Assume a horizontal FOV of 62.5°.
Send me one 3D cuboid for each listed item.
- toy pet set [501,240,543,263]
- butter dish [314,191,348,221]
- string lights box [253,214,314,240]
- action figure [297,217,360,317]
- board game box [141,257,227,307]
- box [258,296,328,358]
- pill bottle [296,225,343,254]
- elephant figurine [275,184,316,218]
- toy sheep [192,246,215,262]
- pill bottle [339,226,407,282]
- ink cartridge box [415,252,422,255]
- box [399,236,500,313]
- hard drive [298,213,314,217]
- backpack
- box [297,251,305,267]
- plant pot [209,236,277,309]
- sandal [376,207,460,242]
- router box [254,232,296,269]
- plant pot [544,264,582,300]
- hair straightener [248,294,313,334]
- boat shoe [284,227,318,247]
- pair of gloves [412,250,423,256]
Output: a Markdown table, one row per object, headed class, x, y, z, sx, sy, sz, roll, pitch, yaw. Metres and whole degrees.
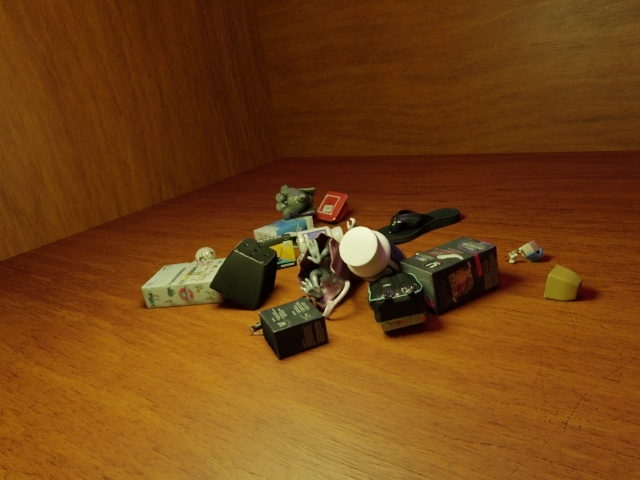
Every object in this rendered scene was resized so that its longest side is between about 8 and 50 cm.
| class | x | y | z | sx | sy | sz | roll | pitch | yaw |
| --- | --- | --- | --- | --- | --- | --- | --- | --- | --- |
| toy pet set | 0.723 | 0.050 | 1.851 | 0.122 | 0.065 | 0.114 | -20 | -14 | -35 |
| butter dish | 0.074 | -0.149 | 2.627 | 0.160 | 0.118 | 0.159 | 16 | 72 | 48 |
| string lights box | -0.171 | -0.049 | 2.501 | 0.260 | 0.076 | 0.133 | -25 | 24 | -38 |
| action figure | 0.084 | 0.088 | 1.822 | 0.275 | 0.248 | 0.370 | 47 | 20 | 25 |
| board game box | -0.491 | 0.161 | 2.025 | 0.303 | 0.097 | 0.224 | -7 | 20 | 12 |
| box | -0.082 | 0.255 | 1.562 | 0.158 | 0.093 | 0.156 | -15 | 20 | -18 |
| pill bottle | 0.000 | 0.000 | 2.225 | 0.187 | 0.112 | 0.112 | -12 | 19 | -6 |
| elephant figurine | -0.087 | -0.194 | 2.560 | 0.239 | 0.169 | 0.186 | -3 | 39 | -46 |
| toy sheep | -0.502 | 0.072 | 2.294 | 0.132 | 0.091 | 0.091 | -26 | 5 | 40 |
| pill bottle | 0.171 | 0.056 | 1.688 | 0.153 | 0.153 | 0.265 | 1 | -17 | 28 |
| ink cartridge box | 0.364 | 0.096 | 1.859 | 0.099 | 0.056 | 0.135 | 3 | 22 | 30 |
| box | 0.412 | 0.105 | 1.677 | 0.270 | 0.143 | 0.165 | -19 | 19 | -24 |
| hard drive | -0.108 | -0.111 | 2.732 | 0.094 | 0.022 | 0.135 | 9 | 26 | 42 |
| backpack | 0.225 | 0.175 | 1.564 | 0.166 | 0.144 | 0.188 | -17 | 21 | 3 |
| box | 0.032 | 0.076 | 2.073 | 0.232 | 0.058 | 0.087 | -5 | 19 | 13 |
| plant pot | -0.251 | 0.101 | 1.866 | 0.187 | 0.167 | 0.188 | 26 | 25 | 5 |
| sandal | 0.411 | -0.093 | 2.300 | 0.446 | 0.107 | 0.167 | -19 | 21 | -26 |
| router box | -0.197 | 0.054 | 2.131 | 0.179 | 0.133 | 0.046 | -13 | 19 | -7 |
| plant pot | 0.721 | 0.133 | 1.557 | 0.083 | 0.081 | 0.081 | 21 | 33 | 34 |
| hair straightener | -0.120 | 0.243 | 1.684 | 0.230 | 0.047 | 0.089 | -20 | 21 | -27 |
| boat shoe | -0.081 | 0.000 | 2.333 | 0.228 | 0.079 | 0.081 | -6 | 25 | 30 |
| pair of gloves | 0.396 | 0.058 | 2.023 | 0.083 | 0.010 | 0.074 | -1 | 22 | 31 |
